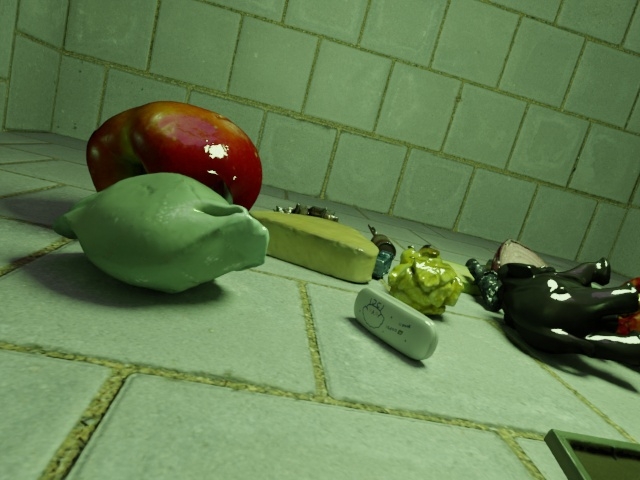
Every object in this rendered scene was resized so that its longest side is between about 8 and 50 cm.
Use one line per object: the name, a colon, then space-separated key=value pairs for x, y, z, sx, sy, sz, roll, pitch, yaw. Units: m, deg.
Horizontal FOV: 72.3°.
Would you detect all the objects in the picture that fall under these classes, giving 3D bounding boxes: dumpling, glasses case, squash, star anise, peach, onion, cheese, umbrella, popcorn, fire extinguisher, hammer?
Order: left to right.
dumpling: x=-0.262 y=-0.017 z=0.786 sx=0.321 sy=0.211 sz=0.270 roll=31 pitch=14 yaw=22
peach: x=-0.326 y=-0.155 z=1.060 sx=0.406 sy=0.334 sz=0.310 roll=10 pitch=17 yaw=-49
star anise: x=-0.055 y=-0.074 z=1.616 sx=0.236 sy=0.108 sz=0.223 roll=2 pitch=-7 yaw=36
cheese: x=0.001 y=0.000 z=1.311 sx=0.385 sy=0.104 sz=0.384 roll=14 pitch=11 yaw=-3
fire extinguisher: x=0.218 y=0.002 z=1.583 sx=0.075 sy=0.106 sz=0.252 roll=-5 pitch=11 yaw=2
glasses case: x=0.134 y=0.149 z=0.810 sx=0.050 sy=0.076 sz=0.197 roll=8 pitch=13 yaw=-38
popcorn: x=0.237 y=0.098 z=1.061 sx=0.169 sy=0.173 sz=0.195 roll=-9 pitch=25 yaw=-8
squash: x=0.449 y=0.121 z=1.462 sx=0.252 sy=0.048 sz=0.252 roll=15 pitch=13 yaw=-4
hammer: x=0.669 y=0.111 z=1.806 sx=0.366 sy=0.043 sz=0.111 roll=3 pitch=17 yaw=-43
umbrella: x=0.483 y=0.113 z=1.295 sx=0.071 sy=0.080 sz=0.224 roll=31 pitch=20 yaw=-17
onion: x=0.629 y=0.121 z=1.375 sx=0.250 sy=0.111 sz=0.247 roll=39 pitch=39 yaw=3

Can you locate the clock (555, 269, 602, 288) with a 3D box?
clock: x=0.830 y=0.177 z=1.511 sx=0.324 sy=0.108 sz=0.265 roll=25 pitch=14 yaw=41

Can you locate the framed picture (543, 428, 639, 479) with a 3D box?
framed picture: x=0.409 y=0.301 z=0.394 sx=0.336 sy=0.022 sz=0.247 roll=13 pitch=27 yaw=-12

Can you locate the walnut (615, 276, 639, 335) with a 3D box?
walnut: x=0.832 y=0.220 z=1.091 sx=0.269 sy=0.244 sz=0.221 roll=31 pitch=39 yaw=-15

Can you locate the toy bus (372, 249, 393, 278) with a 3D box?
toy bus: x=0.180 y=0.070 z=1.299 sx=0.047 sy=0.065 sz=0.166 roll=17 pitch=12 yaw=16

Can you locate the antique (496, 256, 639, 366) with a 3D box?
antique: x=0.559 y=0.146 z=1.022 sx=0.256 sy=0.184 sz=0.322 roll=-3 pitch=21 yaw=15
